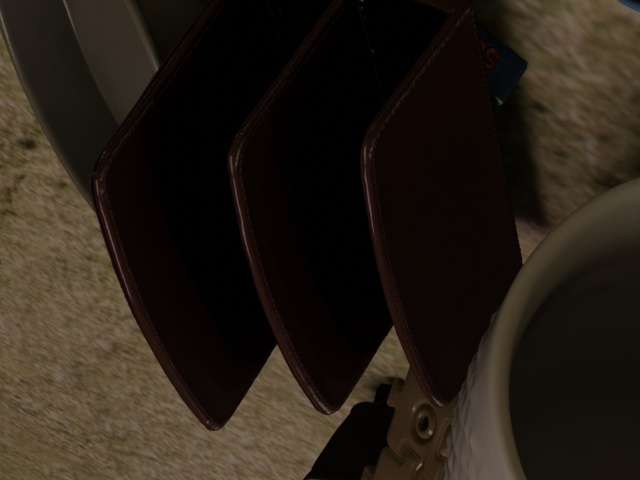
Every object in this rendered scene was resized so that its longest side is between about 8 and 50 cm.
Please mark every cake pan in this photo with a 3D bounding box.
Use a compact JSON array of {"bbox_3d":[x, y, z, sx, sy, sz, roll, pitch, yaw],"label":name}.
[{"bbox_3d":[-0.144,-0.130,1.313,0.293,0.054,0.293,48,153,35],"label":"cake pan"}]

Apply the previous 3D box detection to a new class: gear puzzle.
[{"bbox_3d":[0.104,0.183,1.480,0.044,0.339,0.175,5,-159,-34],"label":"gear puzzle"}]

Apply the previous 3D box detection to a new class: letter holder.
[{"bbox_3d":[0.000,0.000,1.214,0.152,0.214,0.302,22,152,26],"label":"letter holder"}]

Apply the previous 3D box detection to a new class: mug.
[{"bbox_3d":[0.188,0.184,1.162,0.276,0.374,0.328,26,158,5],"label":"mug"}]

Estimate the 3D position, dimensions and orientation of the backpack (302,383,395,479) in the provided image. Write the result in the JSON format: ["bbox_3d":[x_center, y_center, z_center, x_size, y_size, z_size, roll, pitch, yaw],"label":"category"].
[{"bbox_3d":[0.125,0.271,1.687,0.225,0.191,0.253,-1,142,51],"label":"backpack"}]

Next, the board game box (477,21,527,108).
[{"bbox_3d":[0.018,-0.144,1.234,0.201,0.035,0.136,39,155,-11],"label":"board game box"}]

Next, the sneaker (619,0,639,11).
[{"bbox_3d":[0.204,-0.160,0.953,0.078,0.067,0.188,63,154,-6],"label":"sneaker"}]
